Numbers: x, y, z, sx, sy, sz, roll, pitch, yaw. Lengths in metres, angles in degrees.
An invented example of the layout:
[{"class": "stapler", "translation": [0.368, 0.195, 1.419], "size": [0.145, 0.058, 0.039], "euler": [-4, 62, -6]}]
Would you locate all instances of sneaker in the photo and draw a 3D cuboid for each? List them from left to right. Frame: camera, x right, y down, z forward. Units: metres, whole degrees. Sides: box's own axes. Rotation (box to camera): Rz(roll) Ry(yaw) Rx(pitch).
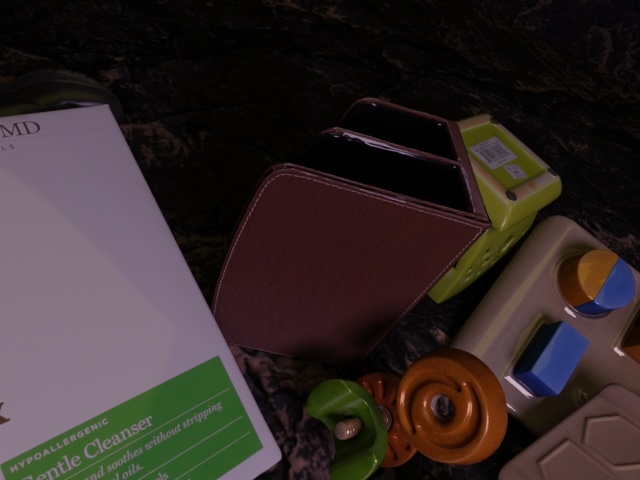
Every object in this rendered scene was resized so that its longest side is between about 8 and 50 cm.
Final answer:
[{"class": "sneaker", "translation": [-0.413, -0.151, 0.626], "size": [0.286, 0.109, 0.130], "euler": [-8, 62, -19]}]

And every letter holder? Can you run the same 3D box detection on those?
[{"class": "letter holder", "translation": [0.000, 0.000, 0.537], "size": [0.214, 0.302, 0.152], "euler": [12, 48, -15]}]

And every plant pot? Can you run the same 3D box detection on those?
[{"class": "plant pot", "translation": [0.231, -0.070, 0.773], "size": [0.228, 0.207, 0.227], "euler": [-24, 65, -37]}]

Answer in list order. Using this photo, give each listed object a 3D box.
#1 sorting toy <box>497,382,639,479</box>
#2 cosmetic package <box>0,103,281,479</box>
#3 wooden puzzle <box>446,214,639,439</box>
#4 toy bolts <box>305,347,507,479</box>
[{"class": "sorting toy", "translation": [0.336, 0.273, 0.511], "size": [0.208, 0.038, 0.193], "euler": [-29, 34, -17]}, {"class": "cosmetic package", "translation": [-0.219, 0.080, 0.420], "size": [0.197, 0.155, 0.366], "euler": [-23, 79, -37]}, {"class": "wooden puzzle", "translation": [0.408, 0.158, 0.673], "size": [0.348, 0.080, 0.322], "euler": [39, 69, 12]}, {"class": "toy bolts", "translation": [0.128, 0.226, 0.477], "size": [0.158, 0.218, 0.229], "euler": [11, 51, -49]}]
